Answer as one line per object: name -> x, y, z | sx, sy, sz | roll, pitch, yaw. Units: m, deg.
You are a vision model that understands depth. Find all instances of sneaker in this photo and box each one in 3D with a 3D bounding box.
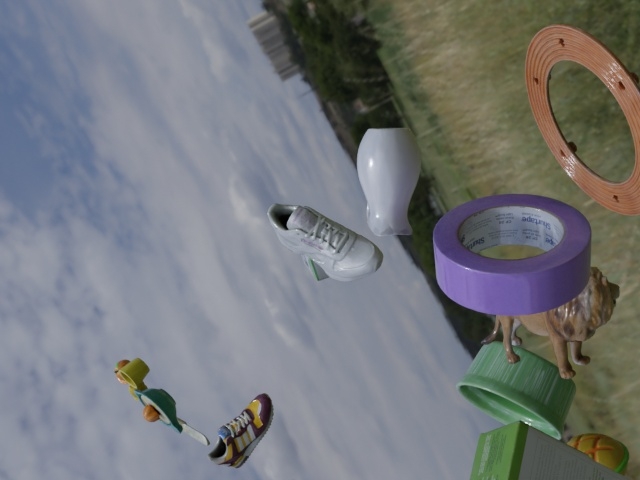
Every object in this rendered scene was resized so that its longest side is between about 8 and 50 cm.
sneaker -> 0.000, 0.000, 2.036 | 0.305, 0.114, 0.152 | 22, 163, 30
sneaker -> -0.172, 0.408, 1.905 | 0.084, 0.185, 0.069 | 22, -171, -40

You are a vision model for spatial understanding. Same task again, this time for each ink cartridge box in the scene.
ink cartridge box -> -0.013, 0.010, 2.558 | 0.212, 0.093, 0.154 | -127, 17, -73
ink cartridge box -> 0.328, 0.389, 1.205 | 0.255, 0.097, 0.188 | 29, -121, -13

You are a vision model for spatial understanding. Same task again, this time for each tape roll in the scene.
tape roll -> 0.343, 0.019, 1.591 | 0.275, 0.275, 0.090 | -104, 5, -60

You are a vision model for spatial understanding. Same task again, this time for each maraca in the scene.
maraca -> 0.473, 0.397, 1.591 | 0.099, 0.127, 0.186 | 59, 158, -9

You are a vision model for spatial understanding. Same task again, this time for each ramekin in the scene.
ramekin -> 0.531, 0.397, 2.374 | 0.303, 0.148, 0.303 | 28, 163, 9

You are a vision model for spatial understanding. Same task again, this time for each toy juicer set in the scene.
toy juicer set -> -0.470, 0.464, 2.476 | 0.329, 0.089, 0.209 | 53, 152, -19

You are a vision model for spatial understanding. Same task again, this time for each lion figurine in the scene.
lion figurine -> 0.499, 0.166, 2.023 | 0.392, 0.142, 0.240 | 4, 112, 50

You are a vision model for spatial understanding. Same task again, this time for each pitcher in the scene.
pitcher -> 0.128, -0.123, 1.785 | 0.178, 0.126, 0.207 | -154, 62, -70

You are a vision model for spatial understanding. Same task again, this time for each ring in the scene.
ring -> 0.439, -0.194, 1.419 | 0.336, 0.032, 0.336 | 58, 169, 17
